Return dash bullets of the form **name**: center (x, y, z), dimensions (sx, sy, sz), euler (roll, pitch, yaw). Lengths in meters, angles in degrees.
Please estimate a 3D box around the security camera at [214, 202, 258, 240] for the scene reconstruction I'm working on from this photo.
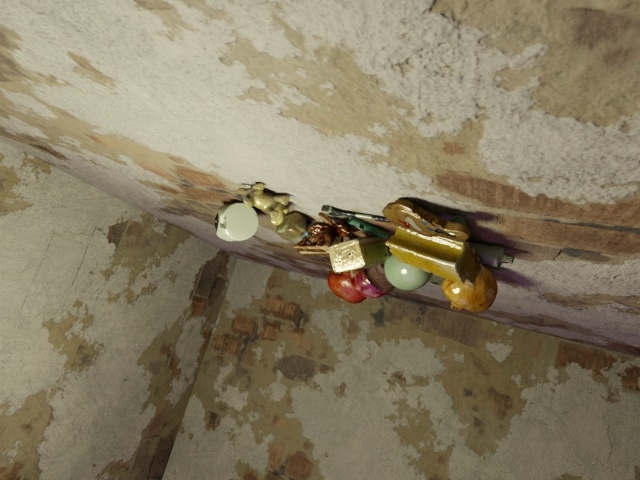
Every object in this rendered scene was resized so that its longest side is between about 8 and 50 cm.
- **security camera**: center (-0.433, -0.090, 2.070), dimensions (0.195, 0.194, 0.236), euler (23, 170, -27)

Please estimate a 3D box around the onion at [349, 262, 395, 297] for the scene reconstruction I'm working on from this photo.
- **onion**: center (0.265, 0.178, 2.167), dimensions (0.272, 0.256, 0.230), euler (50, 148, -11)

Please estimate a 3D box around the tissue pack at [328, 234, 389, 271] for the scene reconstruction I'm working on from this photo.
- **tissue pack**: center (0.166, 0.053, 1.769), dimensions (0.159, 0.125, 0.234), euler (-17, 175, 35)

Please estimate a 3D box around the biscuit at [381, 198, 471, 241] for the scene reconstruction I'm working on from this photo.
- **biscuit**: center (0.333, -0.060, 1.348), dimensions (0.320, 0.047, 0.183), euler (23, 168, 31)

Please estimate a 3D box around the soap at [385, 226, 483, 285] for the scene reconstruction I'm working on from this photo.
- **soap**: center (0.422, 0.049, 1.521), dimensions (0.281, 0.143, 0.259), euler (19, 169, 41)

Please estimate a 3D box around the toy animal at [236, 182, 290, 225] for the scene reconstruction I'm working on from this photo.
- **toy animal**: center (-0.216, -0.147, 1.690), dimensions (0.233, 0.121, 0.169), euler (28, 175, -32)

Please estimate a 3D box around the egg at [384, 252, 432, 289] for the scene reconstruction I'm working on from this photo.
- **egg**: center (0.390, 0.120, 1.838), dimensions (0.203, 0.202, 0.283), euler (19, 166, -11)

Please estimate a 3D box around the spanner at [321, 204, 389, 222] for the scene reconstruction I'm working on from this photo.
- **spanner**: center (0.153, -0.096, 1.627), dimensions (0.316, 0.024, 0.087), euler (10, 168, 22)

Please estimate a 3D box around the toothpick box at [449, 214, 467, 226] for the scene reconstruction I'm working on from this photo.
- **toothpick box**: center (0.454, -0.045, 1.357), dimensions (0.052, 0.052, 0.083), euler (10, 168, 29)

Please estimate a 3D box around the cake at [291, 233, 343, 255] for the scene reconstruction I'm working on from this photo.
- **cake**: center (-0.006, -0.004, 1.957), dimensions (0.246, 0.135, 0.112), euler (-3, 152, 44)

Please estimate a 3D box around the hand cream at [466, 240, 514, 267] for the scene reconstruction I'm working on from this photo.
- **hand cream**: center (0.557, 0.038, 1.576), dimensions (0.341, 0.077, 0.124), euler (13, 168, 39)

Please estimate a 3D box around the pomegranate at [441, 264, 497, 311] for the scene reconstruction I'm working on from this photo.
- **pomegranate**: center (0.653, 0.210, 1.822), dimensions (0.248, 0.248, 0.248), euler (16, 168, 3)

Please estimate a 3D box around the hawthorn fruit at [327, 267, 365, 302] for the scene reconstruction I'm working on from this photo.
- **hawthorn fruit**: center (0.169, 0.238, 2.558), dimensions (0.330, 0.287, 0.287), euler (30, 163, -30)

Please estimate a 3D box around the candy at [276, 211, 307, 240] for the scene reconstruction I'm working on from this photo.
- **candy**: center (-0.136, -0.066, 1.953), dimensions (0.102, 0.104, 0.234), euler (21, 167, -22)

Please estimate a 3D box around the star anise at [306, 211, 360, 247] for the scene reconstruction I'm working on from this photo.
- **star anise**: center (0.057, -0.044, 1.750), dimensions (0.213, 0.111, 0.196), euler (-1, -152, -11)

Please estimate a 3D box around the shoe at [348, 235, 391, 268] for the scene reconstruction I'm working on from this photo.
- **shoe**: center (0.189, 0.046, 2.004), dimensions (0.316, 0.159, 0.124), euler (-8, 149, -27)

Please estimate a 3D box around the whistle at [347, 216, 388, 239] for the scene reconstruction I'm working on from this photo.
- **whistle**: center (0.199, -0.051, 1.718), dimensions (0.186, 0.039, 0.039), euler (21, 167, -20)

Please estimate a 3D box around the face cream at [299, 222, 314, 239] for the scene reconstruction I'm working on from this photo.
- **face cream**: center (-0.097, -0.041, 2.081), dimensions (0.077, 0.077, 0.250), euler (23, 167, -27)
